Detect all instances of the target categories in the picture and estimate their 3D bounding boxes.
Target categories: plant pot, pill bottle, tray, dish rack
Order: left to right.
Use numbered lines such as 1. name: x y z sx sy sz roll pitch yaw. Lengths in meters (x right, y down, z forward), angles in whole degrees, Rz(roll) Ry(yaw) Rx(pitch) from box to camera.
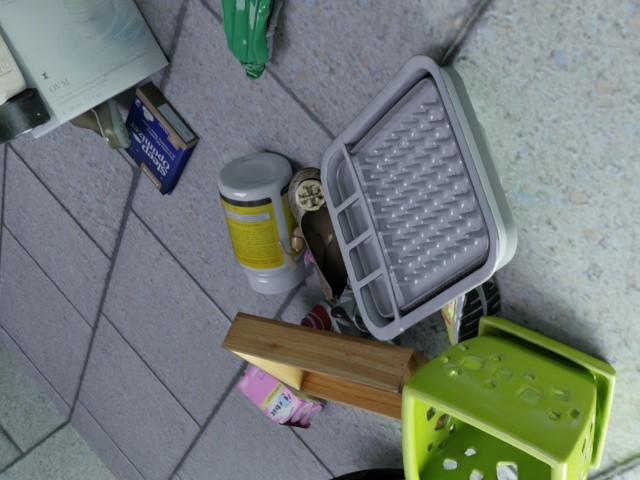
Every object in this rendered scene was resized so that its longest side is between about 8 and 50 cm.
1. pill bottle: -0.088 -0.024 1.534 0.119 0.119 0.209 23 137 38
2. tray: 0.046 0.208 1.523 0.410 0.076 0.203 5 155 48
3. dish rack: 0.124 -0.046 1.220 0.333 0.072 0.286 -43 59 58
4. plant pot: 0.256 0.243 1.260 0.228 0.207 0.227 24 138 30

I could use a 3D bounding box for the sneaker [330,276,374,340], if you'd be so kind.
1. sneaker: 0.061 0.053 1.407 0.086 0.132 0.229 13 131 46

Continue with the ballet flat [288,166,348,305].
1. ballet flat: 0.012 0.005 1.445 0.084 0.058 0.250 -12 121 7

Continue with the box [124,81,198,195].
1. box: -0.301 -0.171 1.744 0.136 0.036 0.225 49 149 6

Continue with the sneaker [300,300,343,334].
1. sneaker: 0.005 0.169 1.650 0.042 0.067 0.119 1 122 51

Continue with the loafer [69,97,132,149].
1. loafer: -0.414 -0.225 1.728 0.251 0.087 0.094 45 159 47

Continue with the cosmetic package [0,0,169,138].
1. cosmetic package: -0.410 -0.324 1.558 0.138 0.224 0.225 -11 112 56

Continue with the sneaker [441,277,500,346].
1. sneaker: 0.184 0.059 1.318 0.094 0.081 0.209 23 131 47

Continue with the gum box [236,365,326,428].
1. gum box: -0.069 0.290 1.789 0.107 0.062 0.188 39 180 21

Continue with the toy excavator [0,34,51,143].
1. toy excavator: -0.637 -0.220 1.497 0.445 0.433 0.222 -14 112 27

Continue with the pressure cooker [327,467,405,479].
1. pressure cooker: 0.099 0.596 1.633 0.369 0.421 0.375 18 156 -5

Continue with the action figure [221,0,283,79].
1. action figure: -0.097 -0.324 1.312 0.137 0.063 0.232 29 137 30

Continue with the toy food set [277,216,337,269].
1. toy food set: 0.000 0.000 1.489 0.122 0.019 0.078 -20 119 13
